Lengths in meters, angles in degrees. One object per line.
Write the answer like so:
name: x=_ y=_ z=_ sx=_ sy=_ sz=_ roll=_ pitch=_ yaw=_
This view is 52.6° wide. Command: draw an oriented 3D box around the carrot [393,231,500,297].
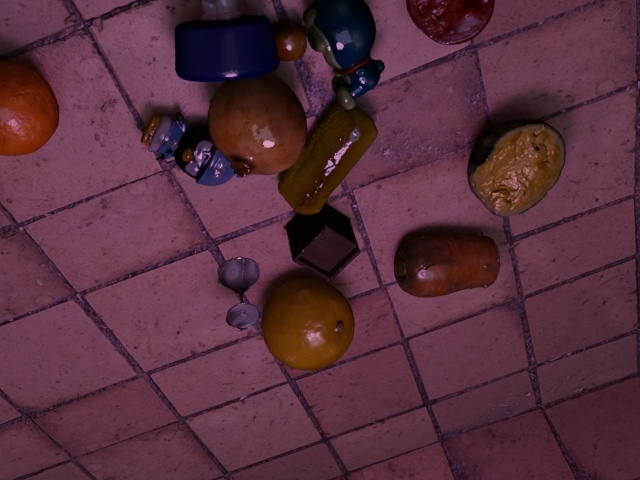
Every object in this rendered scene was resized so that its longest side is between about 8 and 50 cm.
carrot: x=0.439 y=0.085 z=2.293 sx=0.340 sy=0.224 sz=0.224 roll=-4 pitch=128 yaw=-18

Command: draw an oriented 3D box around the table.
table: x=0.000 y=0.000 z=2.140 sx=0.169 sy=0.193 sz=0.172 roll=31 pitch=116 yaw=-31

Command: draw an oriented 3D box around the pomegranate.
pomegranate: x=-0.168 y=-0.324 z=1.784 sx=0.307 sy=0.307 sz=0.307 roll=-6 pitch=129 yaw=-8

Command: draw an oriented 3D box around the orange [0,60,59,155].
orange: x=-0.807 y=-0.339 z=1.677 sx=0.246 sy=0.246 sz=0.246 roll=-6 pitch=129 yaw=-8

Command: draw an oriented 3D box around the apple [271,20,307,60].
apple: x=-0.093 y=-0.539 z=1.761 sx=0.114 sy=0.099 sz=0.102 roll=-18 pitch=132 yaw=-2

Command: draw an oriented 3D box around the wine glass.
wine glass: x=-0.269 y=0.183 z=2.200 sx=0.156 sy=0.232 sz=0.156 roll=-6 pitch=128 yaw=-8

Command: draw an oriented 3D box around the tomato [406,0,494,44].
tomato: x=0.346 y=-0.638 z=1.755 sx=0.200 sy=0.139 sz=0.233 roll=-43 pitch=90 yaw=12

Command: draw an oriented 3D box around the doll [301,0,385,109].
doll: x=0.066 y=-0.530 z=1.736 sx=0.186 sy=0.199 sz=0.322 roll=-24 pitch=129 yaw=7

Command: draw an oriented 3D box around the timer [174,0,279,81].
timer: x=-0.250 y=-0.606 z=1.607 sx=0.270 sy=0.270 sz=0.384 roll=-7 pitch=114 yaw=-7

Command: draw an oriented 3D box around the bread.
bread: x=0.013 y=-0.244 z=1.973 sx=0.166 sy=0.112 sz=0.383 roll=39 pitch=115 yaw=1

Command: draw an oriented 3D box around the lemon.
lemon: x=-0.041 y=0.292 z=2.265 sx=0.347 sy=0.348 sz=0.348 roll=-6 pitch=129 yaw=-8

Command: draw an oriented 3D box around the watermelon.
watermelon: x=0.604 y=-0.260 z=2.077 sx=0.330 sy=0.189 sz=0.331 roll=-17 pitch=130 yaw=-21

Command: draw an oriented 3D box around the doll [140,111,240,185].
doll: x=-0.362 y=-0.260 z=1.894 sx=0.314 sy=0.141 sz=0.177 roll=23 pitch=116 yaw=-23
